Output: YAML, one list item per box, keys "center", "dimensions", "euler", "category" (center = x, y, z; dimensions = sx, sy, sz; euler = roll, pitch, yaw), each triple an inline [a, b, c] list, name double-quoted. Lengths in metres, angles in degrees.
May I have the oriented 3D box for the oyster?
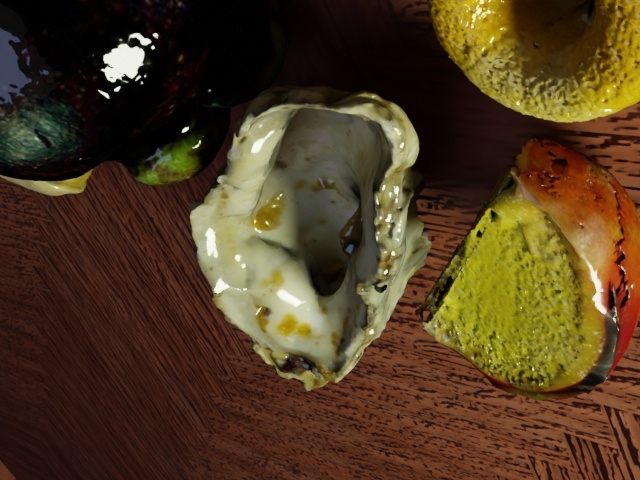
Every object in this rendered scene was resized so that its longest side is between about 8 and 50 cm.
- center: [0.004, -0.003, 0.730]
  dimensions: [0.166, 0.110, 0.341]
  euler: [14, 150, 21]
  category: "oyster"

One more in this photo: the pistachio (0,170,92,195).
- center: [-0.270, -0.118, 0.947]
  dimensions: [0.201, 0.117, 0.145]
  euler: [27, -173, 14]
  category: "pistachio"

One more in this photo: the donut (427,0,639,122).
- center: [0.112, -0.117, 0.507]
  dimensions: [0.152, 0.058, 0.152]
  euler: [30, 147, 22]
  category: "donut"

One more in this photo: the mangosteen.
- center: [-0.148, -0.131, 0.673]
  dimensions: [0.243, 0.243, 0.243]
  euler: [31, 150, 20]
  category: "mangosteen"

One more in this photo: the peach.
- center: [0.127, 0.009, 0.629]
  dimensions: [0.127, 0.092, 0.172]
  euler: [19, 133, 29]
  category: "peach"
